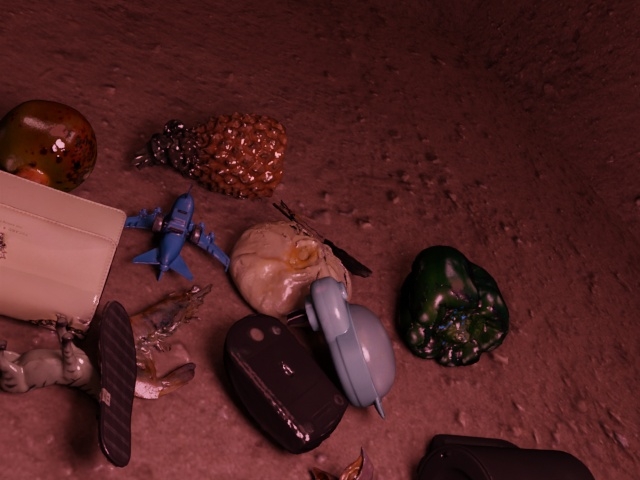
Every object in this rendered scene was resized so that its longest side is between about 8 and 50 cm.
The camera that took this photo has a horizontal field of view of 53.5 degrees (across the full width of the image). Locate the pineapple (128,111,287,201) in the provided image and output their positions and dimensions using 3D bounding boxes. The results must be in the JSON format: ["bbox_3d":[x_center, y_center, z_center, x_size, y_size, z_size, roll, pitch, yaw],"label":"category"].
[{"bbox_3d":[-0.268,-0.209,1.517,0.357,0.223,0.223,3,44,-15],"label":"pineapple"}]

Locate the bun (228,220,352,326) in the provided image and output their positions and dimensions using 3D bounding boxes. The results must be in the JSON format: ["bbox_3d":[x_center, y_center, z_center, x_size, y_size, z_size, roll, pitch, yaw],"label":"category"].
[{"bbox_3d":[-0.059,0.056,1.399,0.287,0.146,0.287,20,34,-15],"label":"bun"}]

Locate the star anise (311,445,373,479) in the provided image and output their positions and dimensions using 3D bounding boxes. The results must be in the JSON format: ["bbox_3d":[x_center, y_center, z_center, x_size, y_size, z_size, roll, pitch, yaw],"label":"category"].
[{"bbox_3d":[0.107,0.481,1.089,0.227,0.148,0.218,45,-7,-30],"label":"star anise"}]

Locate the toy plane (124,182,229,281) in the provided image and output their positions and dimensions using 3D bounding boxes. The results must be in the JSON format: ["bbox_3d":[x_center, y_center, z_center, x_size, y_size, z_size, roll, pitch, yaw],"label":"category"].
[{"bbox_3d":[-0.306,-0.024,1.347,0.254,0.105,0.271,19,42,-13],"label":"toy plane"}]

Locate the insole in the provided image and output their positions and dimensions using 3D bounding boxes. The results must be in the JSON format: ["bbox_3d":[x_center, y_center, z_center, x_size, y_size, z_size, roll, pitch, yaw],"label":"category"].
[{"bbox_3d":[-0.319,0.214,1.000,0.309,0.012,0.110,-108,173,-52],"label":"insole"}]

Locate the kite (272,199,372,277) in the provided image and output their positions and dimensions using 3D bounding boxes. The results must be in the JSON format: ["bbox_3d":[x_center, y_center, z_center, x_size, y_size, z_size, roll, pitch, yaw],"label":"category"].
[{"bbox_3d":[0.000,0.000,1.502,0.285,0.152,0.015,41,76,-6],"label":"kite"}]

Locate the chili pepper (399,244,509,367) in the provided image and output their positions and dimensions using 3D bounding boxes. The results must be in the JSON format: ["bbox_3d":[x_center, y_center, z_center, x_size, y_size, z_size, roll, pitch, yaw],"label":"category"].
[{"bbox_3d":[0.302,0.149,1.508,0.248,0.233,0.256,38,26,-20],"label":"chili pepper"}]

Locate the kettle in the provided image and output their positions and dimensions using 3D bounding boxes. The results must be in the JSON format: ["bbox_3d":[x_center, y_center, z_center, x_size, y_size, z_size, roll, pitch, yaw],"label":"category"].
[{"bbox_3d":[0.340,0.487,1.207,0.308,0.262,0.203,11,77,-32],"label":"kettle"}]

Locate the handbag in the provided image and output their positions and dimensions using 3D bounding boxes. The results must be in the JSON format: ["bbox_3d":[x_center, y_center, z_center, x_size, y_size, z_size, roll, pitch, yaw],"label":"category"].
[{"bbox_3d":[-0.540,0.011,1.083,0.358,0.160,0.237,20,46,-18],"label":"handbag"}]

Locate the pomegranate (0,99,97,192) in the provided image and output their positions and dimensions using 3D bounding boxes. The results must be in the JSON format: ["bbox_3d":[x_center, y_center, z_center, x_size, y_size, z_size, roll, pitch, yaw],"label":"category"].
[{"bbox_3d":[-0.557,-0.174,1.247,0.198,0.198,0.246,37,35,5],"label":"pomegranate"}]

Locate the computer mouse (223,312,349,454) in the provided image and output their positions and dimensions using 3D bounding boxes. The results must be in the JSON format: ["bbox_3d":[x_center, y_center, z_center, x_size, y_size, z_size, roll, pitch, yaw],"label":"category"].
[{"bbox_3d":[-0.082,0.267,1.178,0.269,0.100,0.170,49,38,12],"label":"computer mouse"}]

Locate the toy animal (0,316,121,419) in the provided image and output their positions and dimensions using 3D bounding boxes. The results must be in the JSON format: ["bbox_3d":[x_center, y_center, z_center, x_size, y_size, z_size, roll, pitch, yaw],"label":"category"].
[{"bbox_3d":[-0.423,0.207,0.994,0.217,0.176,0.073,-2,30,-6],"label":"toy animal"}]

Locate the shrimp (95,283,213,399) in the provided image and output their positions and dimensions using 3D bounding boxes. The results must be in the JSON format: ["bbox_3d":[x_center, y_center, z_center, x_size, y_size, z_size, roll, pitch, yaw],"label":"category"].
[{"bbox_3d":[-0.272,0.182,1.178,0.169,0.058,0.296,47,42,8],"label":"shrimp"}]

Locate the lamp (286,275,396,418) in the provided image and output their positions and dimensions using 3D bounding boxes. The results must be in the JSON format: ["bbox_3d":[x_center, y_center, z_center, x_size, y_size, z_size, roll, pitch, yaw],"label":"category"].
[{"bbox_3d":[0.058,0.202,1.257,0.284,0.147,0.209,50,6,-11],"label":"lamp"}]
